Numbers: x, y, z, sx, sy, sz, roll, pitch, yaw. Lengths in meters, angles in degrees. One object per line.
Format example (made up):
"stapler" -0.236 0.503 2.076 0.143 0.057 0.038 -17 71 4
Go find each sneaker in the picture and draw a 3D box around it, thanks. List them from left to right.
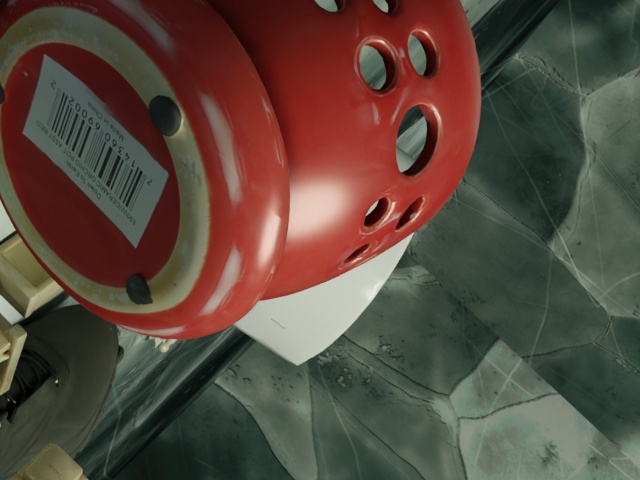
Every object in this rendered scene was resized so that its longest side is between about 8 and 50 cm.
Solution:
"sneaker" -0.248 0.133 0.759 0.286 0.109 0.130 -47 167 -42

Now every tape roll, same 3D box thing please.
"tape roll" 0.000 0.000 1.201 0.286 0.100 0.286 -49 -164 20

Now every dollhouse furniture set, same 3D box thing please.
"dollhouse furniture set" -0.192 0.107 0.652 0.182 0.161 0.101 -42 173 -37

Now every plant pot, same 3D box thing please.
"plant pot" -0.047 -0.056 0.478 0.174 0.191 0.191 -32 165 -45

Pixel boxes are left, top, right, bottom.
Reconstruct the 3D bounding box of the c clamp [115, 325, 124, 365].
"c clamp" -0.239 0.124 0.916 0.160 0.022 0.137 -34 -157 -27

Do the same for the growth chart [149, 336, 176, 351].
"growth chart" -0.168 0.075 1.357 0.172 0.021 0.237 -46 172 -22
